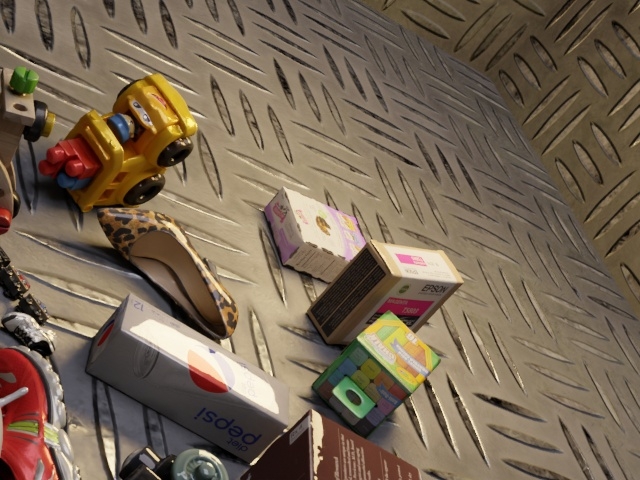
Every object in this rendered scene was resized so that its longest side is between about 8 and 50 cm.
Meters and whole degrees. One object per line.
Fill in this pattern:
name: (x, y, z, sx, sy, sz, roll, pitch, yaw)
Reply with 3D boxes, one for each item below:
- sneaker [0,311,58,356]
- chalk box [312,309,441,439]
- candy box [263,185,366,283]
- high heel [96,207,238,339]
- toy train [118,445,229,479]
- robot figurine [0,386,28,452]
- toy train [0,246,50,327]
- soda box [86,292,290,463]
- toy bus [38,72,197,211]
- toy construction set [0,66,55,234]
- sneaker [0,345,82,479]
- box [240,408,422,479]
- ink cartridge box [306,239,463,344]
sneaker: (-0.388, 0.126, 1.535, 0.083, 0.032, 0.037, 30, 28, -23)
chalk box: (0.088, 0.230, 1.931, 0.132, 0.132, 0.213, 44, 25, 6)
candy box: (0.000, 0.000, 2.242, 0.196, 0.070, 0.165, 23, 31, -36)
high heel: (-0.234, 0.050, 1.794, 0.261, 0.093, 0.186, 34, 19, -37)
toy train: (-0.138, 0.397, 1.360, 0.334, 0.142, 0.190, 46, 38, 4)
robot figurine: (-0.462, 0.185, 1.099, 0.353, 0.300, 0.199, 11, -1, -27)
toy train: (-0.424, 0.060, 1.597, 0.158, 0.027, 0.036, 50, 16, 18)
soda box: (-0.183, 0.198, 1.638, 0.286, 0.098, 0.091, 34, 27, -19)
toy bus: (-0.338, -0.151, 1.840, 0.211, 0.220, 0.149, -15, 65, -54)
toy construction set: (-0.500, -0.137, 1.539, 0.257, 0.237, 0.309, 35, 27, -6)
sneaker: (-0.360, 0.230, 1.336, 0.118, 0.107, 0.279, 6, 39, -37)
box: (0.017, 0.374, 1.560, 0.203, 0.168, 0.167, 31, 28, -21)
ink cartridge box: (0.121, 0.103, 2.108, 0.234, 0.193, 0.088, 8, 41, -49)
